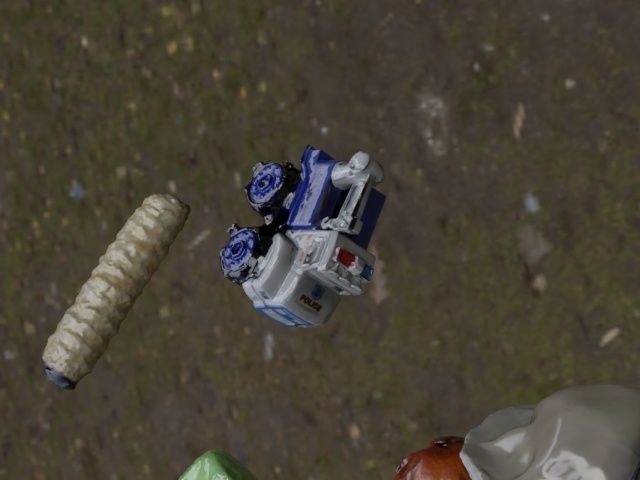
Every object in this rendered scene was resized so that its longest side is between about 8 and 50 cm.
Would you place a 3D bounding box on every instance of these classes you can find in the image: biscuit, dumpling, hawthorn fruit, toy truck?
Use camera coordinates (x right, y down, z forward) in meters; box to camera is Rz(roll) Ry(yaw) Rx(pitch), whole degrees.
[{"bbox_3d":[-0.205,0.046,1.313,0.055,0.219,0.061,37,169,-19],"label":"biscuit"},{"bbox_3d":[0.273,0.213,1.364,0.204,0.293,0.163,46,129,19],"label":"dumpling"},{"bbox_3d":[0.179,0.344,1.731,0.179,0.173,0.173,-92,6,-61],"label":"hawthorn fruit"},{"bbox_3d":[0.000,0.000,1.616,0.177,0.161,0.213,1,65,49],"label":"toy truck"}]

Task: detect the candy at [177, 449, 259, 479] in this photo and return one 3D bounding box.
[{"bbox_3d":[-0.208,0.450,1.821,0.343,0.132,0.142,-49,25,8],"label":"candy"}]
